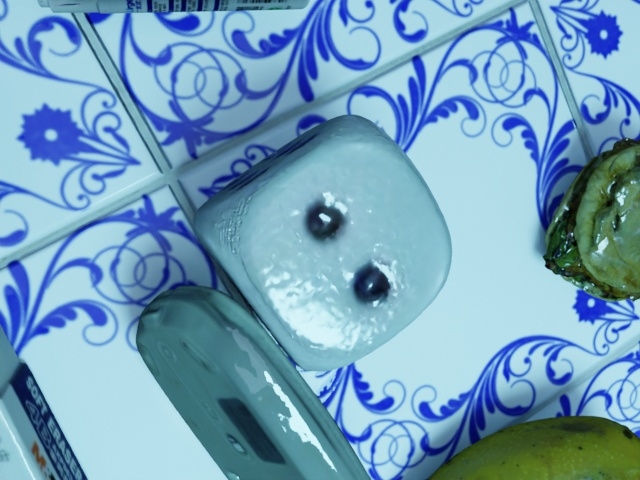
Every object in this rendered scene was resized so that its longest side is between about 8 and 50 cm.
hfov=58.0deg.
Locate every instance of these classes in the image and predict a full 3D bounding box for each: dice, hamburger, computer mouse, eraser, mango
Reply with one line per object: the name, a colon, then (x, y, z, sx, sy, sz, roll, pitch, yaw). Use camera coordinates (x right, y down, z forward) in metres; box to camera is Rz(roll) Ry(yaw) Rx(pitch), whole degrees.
dice: (0.000, 0.000, 0.577, 0.194, 0.193, 0.191, -35, 105, -9)
hamburger: (0.389, -0.025, 0.742, 0.183, 0.130, 0.206, 20, 108, -16)
computer mouse: (-0.057, 0.180, 0.590, 0.095, 0.197, 0.330, -45, 111, -43)
eraser: (-0.290, 0.221, 0.546, 0.081, 0.124, 0.278, -24, 101, -14)
mango: (0.242, 0.318, 0.706, 0.330, 0.175, 0.176, -12, 76, 3)

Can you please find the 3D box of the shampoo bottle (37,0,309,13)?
shampoo bottle: (-0.162, -0.267, 0.556, 0.304, 0.092, 0.092, -7, 97, -15)
